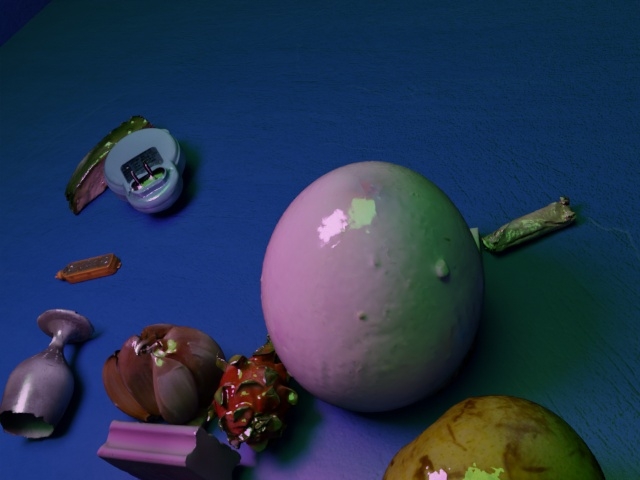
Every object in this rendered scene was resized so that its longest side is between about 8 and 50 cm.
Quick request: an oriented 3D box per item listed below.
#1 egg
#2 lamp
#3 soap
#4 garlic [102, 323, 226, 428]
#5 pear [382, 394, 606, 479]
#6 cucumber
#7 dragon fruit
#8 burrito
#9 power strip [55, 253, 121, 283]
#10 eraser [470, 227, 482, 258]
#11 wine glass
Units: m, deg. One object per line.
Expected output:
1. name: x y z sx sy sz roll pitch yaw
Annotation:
1. egg: 0.073 0.040 0.949 0.354 0.340 0.355 -4 52 5
2. lamp: -0.437 -0.175 1.594 0.209 0.147 0.284 -34 35 -3
3. soap: -0.243 0.344 1.010 0.203 0.122 0.066 -8 48 32
4. garlic: -0.277 0.232 1.131 0.214 0.191 0.160 2 25 43
5. pear: 0.205 0.325 0.726 0.283 0.284 0.284 -14 45 14
6. cucumber: -0.606 -0.221 1.763 0.145 0.105 0.325 25 66 40
7. dragon fruit: -0.111 0.236 1.052 0.135 0.137 0.236 -46 29 37
8. burrito: 0.373 -0.024 1.126 0.171 0.042 0.051 -22 46 2
9. power strip: -0.562 0.070 1.514 0.178 0.028 0.049 -13 46 16
10. eraser: 0.220 0.029 1.163 0.150 0.023 0.104 -9 47 19
11. wine glass: -0.544 0.261 1.255 0.126 0.126 0.241 -14 43 14
